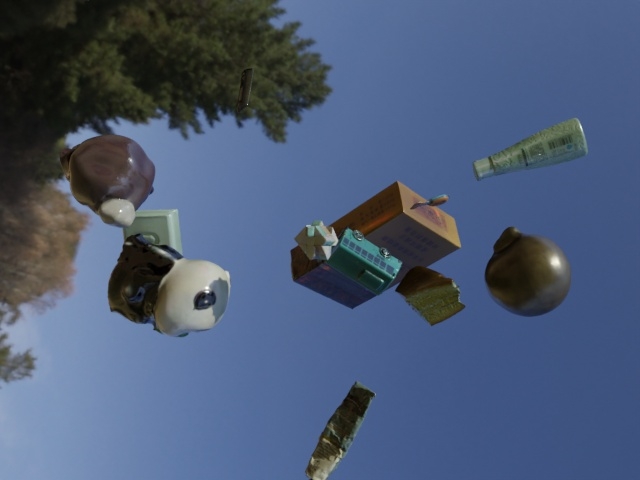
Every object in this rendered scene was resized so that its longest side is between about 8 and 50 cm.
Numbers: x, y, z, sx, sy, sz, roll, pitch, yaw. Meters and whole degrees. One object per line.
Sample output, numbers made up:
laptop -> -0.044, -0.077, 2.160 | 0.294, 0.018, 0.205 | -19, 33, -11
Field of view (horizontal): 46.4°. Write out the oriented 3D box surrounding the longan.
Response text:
longan -> 0.447, 0.066, 1.631 | 0.184, 0.159, 0.204 | -24, -105, 19

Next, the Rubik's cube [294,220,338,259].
Rubik's cube -> -0.001, -0.002, 1.597 | 0.073, 0.084, 0.075 | -47, 177, 22

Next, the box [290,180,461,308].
box -> 0.144, 0.027, 2.089 | 0.415, 0.264, 0.116 | -33, -133, 32

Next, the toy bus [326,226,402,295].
toy bus -> 0.100, 0.052, 1.708 | 0.079, 0.160, 0.092 | -53, -172, 39

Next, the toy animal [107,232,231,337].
toy animal -> -0.345, 0.125, 1.732 | 0.213, 0.266, 0.212 | -62, 168, -23

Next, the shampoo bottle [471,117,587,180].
shampoo bottle -> 0.357, -0.147, 1.283 | 0.190, 0.069, 0.041 | -19, -161, 8

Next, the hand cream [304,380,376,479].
hand cream -> 0.042, 0.432, 1.649 | 0.075, 0.052, 0.248 | 29, -94, 35

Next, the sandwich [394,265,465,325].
sandwich -> 0.235, 0.121, 1.640 | 0.096, 0.094, 0.258 | -40, -173, -3

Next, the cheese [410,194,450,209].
cheese -> 0.268, -0.093, 1.812 | 0.017, 0.111, 0.047 | 68, -24, 21

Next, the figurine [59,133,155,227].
figurine -> -0.577, -0.166, 1.913 | 0.365, 0.218, 0.206 | 5, -135, 50

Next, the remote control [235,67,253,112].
remote control -> -0.135, -0.264, 1.306 | 0.034, 0.016, 0.091 | -33, -139, 39

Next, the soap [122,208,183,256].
soap -> -0.502, 0.043, 2.257 | 0.087, 0.159, 0.266 | -72, 160, -72
